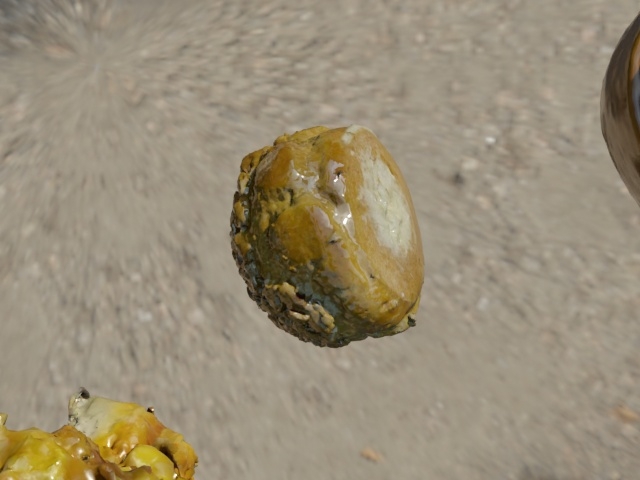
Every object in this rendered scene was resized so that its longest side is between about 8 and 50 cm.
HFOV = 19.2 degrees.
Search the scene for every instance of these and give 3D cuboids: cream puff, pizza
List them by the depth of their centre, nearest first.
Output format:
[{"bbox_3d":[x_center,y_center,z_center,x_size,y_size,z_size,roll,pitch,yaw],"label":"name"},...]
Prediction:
[{"bbox_3d":[-0.083,0.141,0.771,0.086,0.305,0.161,-5,87,12],"label":"pizza"},{"bbox_3d":[0.000,0.000,1.297,0.115,0.165,0.150,-24,124,26],"label":"cream puff"}]

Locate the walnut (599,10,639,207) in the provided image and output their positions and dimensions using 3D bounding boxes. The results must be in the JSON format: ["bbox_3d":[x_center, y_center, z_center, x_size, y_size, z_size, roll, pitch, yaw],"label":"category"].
[{"bbox_3d":[0.158,-0.049,0.475,0.116,0.207,0.115,13,71,-40],"label":"walnut"}]
